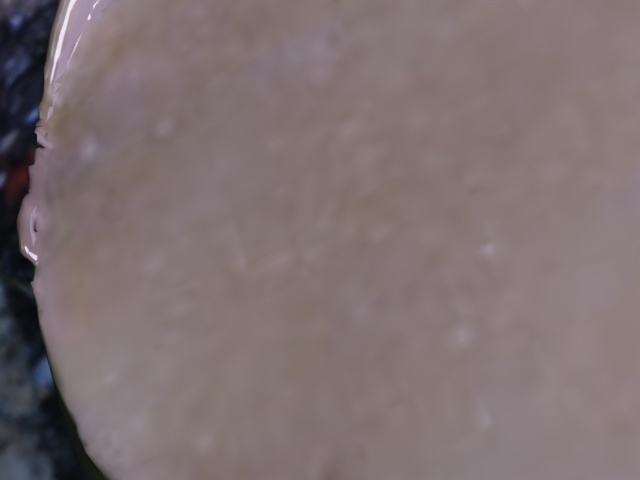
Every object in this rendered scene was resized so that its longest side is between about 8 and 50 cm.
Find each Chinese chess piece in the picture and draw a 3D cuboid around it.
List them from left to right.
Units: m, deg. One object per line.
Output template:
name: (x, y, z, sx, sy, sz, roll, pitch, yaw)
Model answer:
Chinese chess piece: (0.084, -0.019, 0.507, 0.338, 0.140, 0.338, -14, 57, 23)
